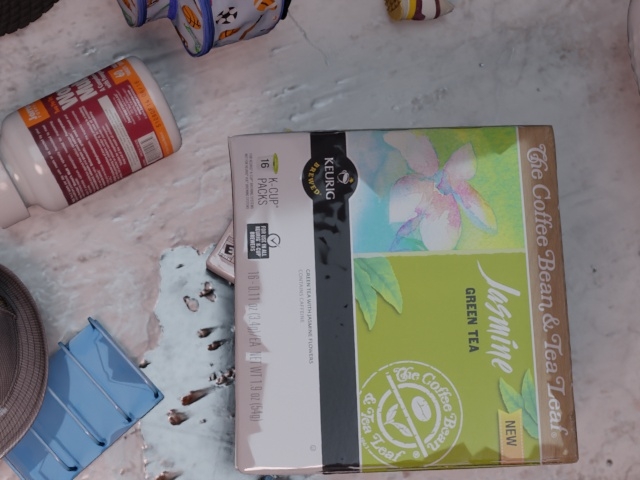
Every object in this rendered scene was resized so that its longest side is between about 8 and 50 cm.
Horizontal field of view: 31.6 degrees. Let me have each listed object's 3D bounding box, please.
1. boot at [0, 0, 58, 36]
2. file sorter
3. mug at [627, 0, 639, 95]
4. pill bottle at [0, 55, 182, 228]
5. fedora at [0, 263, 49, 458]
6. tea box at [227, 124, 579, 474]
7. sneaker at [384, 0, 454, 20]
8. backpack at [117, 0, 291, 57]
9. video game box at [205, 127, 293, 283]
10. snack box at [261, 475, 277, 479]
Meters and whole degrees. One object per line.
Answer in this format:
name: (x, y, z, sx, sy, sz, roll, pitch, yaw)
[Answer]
boot: (-0.450, -0.322, 1.287, 0.338, 0.118, 0.223, -36, 80, -17)
file sorter: (-0.271, 0.178, 1.209, 0.170, 0.104, 0.118, -42, 86, -12)
mug: (0.544, -0.191, 1.323, 0.374, 0.276, 0.328, -15, 71, -40)
pill bottle: (-0.276, -0.107, 1.257, 0.221, 0.121, 0.121, -28, 83, -12)
fedora: (-0.414, 0.106, 1.141, 0.243, 0.124, 0.275, -27, 54, -2)
tea box: (0.073, 0.069, 1.156, 0.323, 0.220, 0.329, -3, 79, -2)
sneaker: (0.115, -0.359, 1.389, 0.084, 0.069, 0.185, -6, 85, -17)
backpack: (-0.144, -0.341, 1.259, 0.213, 0.276, 0.263, -28, 90, -7)
video game box: (0.000, 0.000, 1.307, 0.205, 0.048, 0.187, 30, 80, 0)
snack box: (-0.041, 0.400, 1.114, 0.187, 0.060, 0.322, 34, 36, -3)
